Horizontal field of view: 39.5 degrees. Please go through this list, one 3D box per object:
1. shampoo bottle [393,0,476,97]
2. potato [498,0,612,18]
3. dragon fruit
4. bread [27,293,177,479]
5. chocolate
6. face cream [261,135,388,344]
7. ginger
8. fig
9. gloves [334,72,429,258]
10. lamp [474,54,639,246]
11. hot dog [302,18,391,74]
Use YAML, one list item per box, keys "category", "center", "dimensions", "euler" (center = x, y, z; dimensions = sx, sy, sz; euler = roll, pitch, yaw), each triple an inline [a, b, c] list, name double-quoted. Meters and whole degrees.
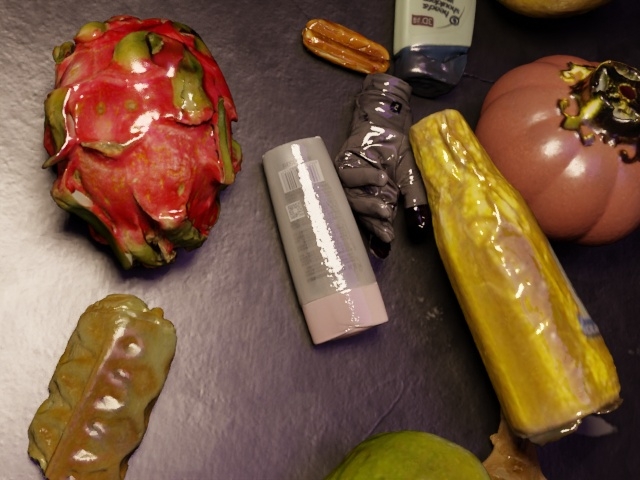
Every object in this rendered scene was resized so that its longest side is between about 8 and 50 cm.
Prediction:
- category: "shampoo bottle"
  center: [0.182, -0.396, 1.379]
  dimensions: [0.134, 0.078, 0.359]
  euler: [12, 71, -25]
- category: "potato"
  center: [0.366, -0.528, 1.402]
  dimensions: [0.296, 0.290, 0.397]
  euler: [-16, 65, -5]
- category: "dragon fruit"
  center: [-0.209, -0.119, 1.066]
  dimensions: [0.231, 0.237, 0.303]
  euler: [-17, 93, -4]
- category: "bread"
  center: [-0.253, 0.174, 1.046]
  dimensions: [0.128, 0.088, 0.232]
  euler: [22, 73, -7]
- category: "chocolate"
  center: [0.238, 0.035, 1.175]
  dimensions: [0.162, 0.162, 0.445]
  euler: [-21, 84, -26]
- category: "face cream"
  center: [0.000, 0.000, 1.195]
  dimensions: [0.107, 0.073, 0.269]
  euler: [-19, 81, 6]
- category: "ginger"
  center: [0.256, 0.328, 1.211]
  dimensions: [0.148, 0.081, 0.334]
  euler: [15, 58, -2]
- category: "fig"
  center: [0.051, 0.351, 1.051]
  dimensions: [0.314, 0.233, 0.233]
  euler: [-10, 80, -14]
- category: "gloves"
  center: [0.092, -0.103, 1.245]
  dimensions: [0.142, 0.119, 0.285]
  euler: [15, 56, -16]
- category: "lamp"
  center: [0.377, -0.142, 1.288]
  dimensions: [0.305, 0.239, 0.305]
  euler: [10, 56, -15]
- category: "hot dog"
  center: [0.039, -0.281, 1.311]
  dimensions: [0.144, 0.038, 0.062]
  euler: [18, 67, -19]
